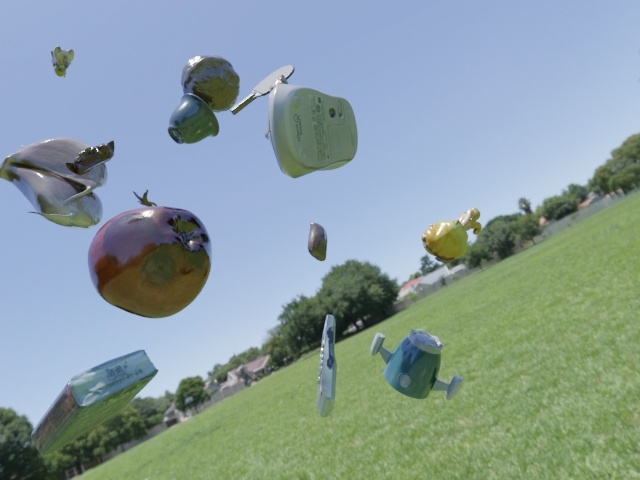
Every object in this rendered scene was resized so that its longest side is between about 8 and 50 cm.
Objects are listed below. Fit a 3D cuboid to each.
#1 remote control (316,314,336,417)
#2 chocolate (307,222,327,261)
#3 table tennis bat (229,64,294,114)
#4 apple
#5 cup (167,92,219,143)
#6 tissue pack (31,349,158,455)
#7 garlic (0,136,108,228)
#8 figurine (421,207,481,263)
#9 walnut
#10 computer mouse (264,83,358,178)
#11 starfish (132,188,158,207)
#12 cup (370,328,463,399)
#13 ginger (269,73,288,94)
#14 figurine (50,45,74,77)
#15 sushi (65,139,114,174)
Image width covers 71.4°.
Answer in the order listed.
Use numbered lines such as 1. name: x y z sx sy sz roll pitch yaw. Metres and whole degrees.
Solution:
1. remote control: 0.013 0.210 0.758 0.029 0.166 0.065 8 -49 -1
2. chocolate: 0.000 0.000 1.163 0.031 0.101 0.064 -22 -42 36
3. table tennis bat: -0.204 -0.531 1.564 0.274 0.154 0.021 -39 -54 -4
4. apple: -0.326 0.031 0.882 0.229 0.230 0.230 -24 -12 -5
5. cup: -0.524 -0.455 1.765 0.150 0.199 0.199 -52 2 -29
6. tissue pack: -0.616 0.436 1.210 0.315 0.103 0.228 -45 -13 30
7. garlic: -0.721 -0.168 1.279 0.232 0.340 0.246 -55 -36 -4
8. figurine: 0.406 -0.020 1.358 0.246 0.131 0.156 -35 -17 -29
9. walnut: -0.468 -0.660 1.879 0.248 0.248 0.248 -24 -12 -5
10. computer mouse: -0.029 -0.228 0.928 0.121 0.184 0.296 2 17 34
11. starfish: -0.817 -0.190 2.067 0.133 0.041 0.130 24 -35 -10
12. cup: 0.303 0.378 1.401 0.167 0.299 0.173 -12 -54 -64
13. ginger: -0.106 -0.374 1.270 0.068 0.190 0.095 -2 5 8
14. figurine: -0.613 -0.419 1.052 0.047 0.051 0.083 4 -9 -38
15. sushi: -0.571 -0.211 1.119 0.120 0.055 0.052 -28 9 2
